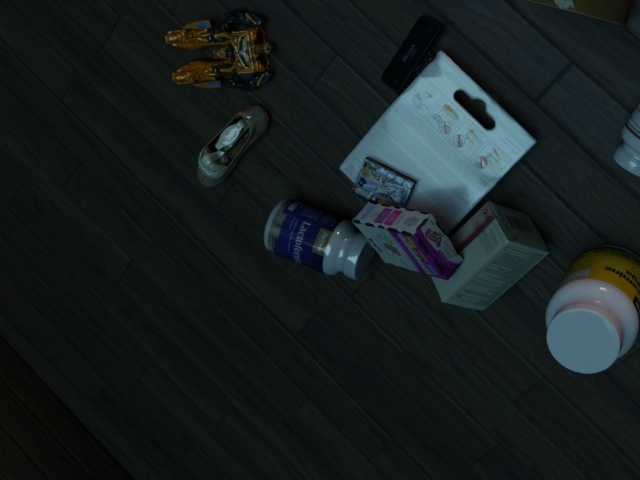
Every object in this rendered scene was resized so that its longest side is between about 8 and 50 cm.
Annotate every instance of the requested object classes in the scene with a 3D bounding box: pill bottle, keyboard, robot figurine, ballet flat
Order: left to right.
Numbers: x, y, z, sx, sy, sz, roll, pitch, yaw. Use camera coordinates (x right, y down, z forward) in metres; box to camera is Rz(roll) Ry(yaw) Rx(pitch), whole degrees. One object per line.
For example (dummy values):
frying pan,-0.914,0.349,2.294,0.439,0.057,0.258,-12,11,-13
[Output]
robot figurine,-0.255,-0.481,2.122,0.291,0.085,0.211,1,110,28
ballet flat,-0.262,-0.246,2.205,0.107,0.106,0.316,47,124,5
pill bottle,0.000,0.000,2.130,0.265,0.153,0.153,21,118,20
keyboard,0.216,-0.418,1.882,0.180,0.023,0.108,-57,45,18
pill bottle,0.589,0.145,1.753,0.188,0.334,0.187,11,114,25
pill bottle,0.694,-0.238,1.675,0.121,0.121,0.216,34,122,13

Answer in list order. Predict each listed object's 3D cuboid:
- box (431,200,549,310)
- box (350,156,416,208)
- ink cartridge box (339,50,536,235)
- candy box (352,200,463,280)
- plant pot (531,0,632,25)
box,0.384,0.040,1.915,0.232,0.149,0.126,-48,44,33
box,0.150,-0.128,1.966,0.137,0.027,0.094,29,116,15
ink cartridge box,0.275,-0.206,1.950,0.308,0.091,0.385,45,118,7
candy box,0.200,-0.002,1.909,0.233,0.071,0.159,15,150,54
plant pot,0.520,-0.569,1.592,0.237,0.237,0.254,23,110,20
